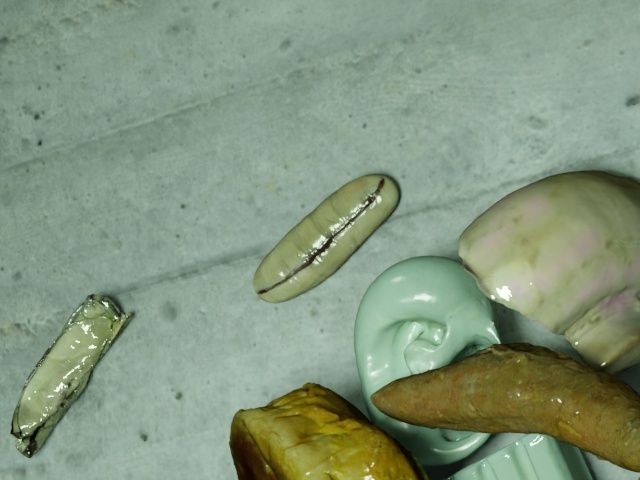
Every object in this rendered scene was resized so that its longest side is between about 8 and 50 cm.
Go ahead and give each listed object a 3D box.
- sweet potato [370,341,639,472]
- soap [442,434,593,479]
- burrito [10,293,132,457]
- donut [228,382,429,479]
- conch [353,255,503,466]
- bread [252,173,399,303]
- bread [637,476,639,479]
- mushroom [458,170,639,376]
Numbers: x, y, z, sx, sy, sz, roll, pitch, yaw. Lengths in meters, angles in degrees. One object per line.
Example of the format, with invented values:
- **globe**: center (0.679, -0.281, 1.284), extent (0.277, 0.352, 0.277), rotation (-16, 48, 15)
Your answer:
- **sweet potato**: center (0.205, 0.153, 1.840), extent (0.341, 0.092, 0.114), rotation (8, 48, 40)
- **soap**: center (0.227, 0.341, 1.875), extent (0.160, 0.087, 0.265), rotation (-32, 63, 21)
- **burrito**: center (-0.316, 0.167, 2.292), extent (0.229, 0.063, 0.058), rotation (-54, 46, 8)
- **donut**: center (0.035, 0.295, 1.912), extent (0.160, 0.330, 0.330), rotation (-30, 59, -11)
- **conch**: center (0.124, 0.126, 1.974), extent (0.185, 0.121, 0.221), rotation (9, 98, 42)
- **bread**: center (0.001, 0.000, 2.130), extent (0.214, 0.053, 0.073), rotation (-41, 64, 18)
- **bread**: center (0.414, 0.265, 1.737), extent (0.274, 0.149, 0.274), rotation (-6, 75, 25)
- **mushroom**: center (0.258, 0.009, 1.891), extent (0.173, 0.162, 0.236), rotation (-49, 59, 16)
